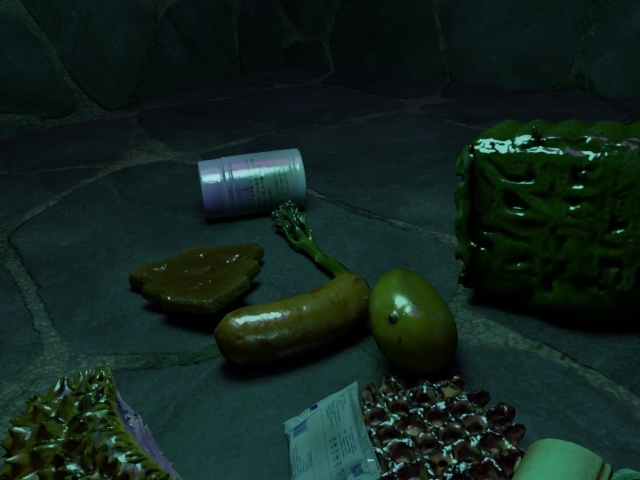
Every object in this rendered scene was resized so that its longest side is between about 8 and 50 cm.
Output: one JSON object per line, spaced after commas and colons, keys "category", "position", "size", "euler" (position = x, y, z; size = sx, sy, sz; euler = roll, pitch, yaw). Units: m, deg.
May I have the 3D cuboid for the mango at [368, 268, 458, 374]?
{"category": "mango", "position": [0.147, 0.113, 0.903], "size": [0.156, 0.114, 0.251], "euler": [41, 21, -4]}

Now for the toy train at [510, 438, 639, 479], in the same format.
{"category": "toy train", "position": [0.229, 0.305, 0.543], "size": [0.177, 0.116, 0.285], "euler": [15, 32, 34]}

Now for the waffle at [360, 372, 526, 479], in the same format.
{"category": "waffle", "position": [0.140, 0.254, 0.729], "size": [0.234, 0.055, 0.221], "euler": [3, 29, 24]}

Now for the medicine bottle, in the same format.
{"category": "medicine bottle", "position": [-0.173, -0.143, 1.447], "size": [0.253, 0.152, 0.152], "euler": [-8, 27, -10]}

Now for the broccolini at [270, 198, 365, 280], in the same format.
{"category": "broccolini", "position": [-0.005, 0.000, 1.224], "size": [0.078, 0.074, 0.392], "euler": [-23, 30, -21]}

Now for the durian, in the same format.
{"category": "durian", "position": [-0.293, 0.259, 0.704], "size": [0.191, 0.112, 0.341], "euler": [-18, 32, -32]}

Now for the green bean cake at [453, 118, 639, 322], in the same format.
{"category": "green bean cake", "position": [0.406, -0.043, 0.974], "size": [0.319, 0.335, 0.218], "euler": [6, 27, 29]}

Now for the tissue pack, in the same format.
{"category": "tissue pack", "position": [0.008, 0.256, 0.702], "size": [0.122, 0.026, 0.193], "euler": [-34, 20, 7]}

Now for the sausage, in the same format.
{"category": "sausage", "position": [-0.038, 0.133, 0.938], "size": [0.270, 0.109, 0.109], "euler": [-15, 29, -24]}

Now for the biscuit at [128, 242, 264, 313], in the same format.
{"category": "biscuit", "position": [-0.234, 0.079, 1.111], "size": [0.278, 0.043, 0.301], "euler": [-10, 20, -10]}
